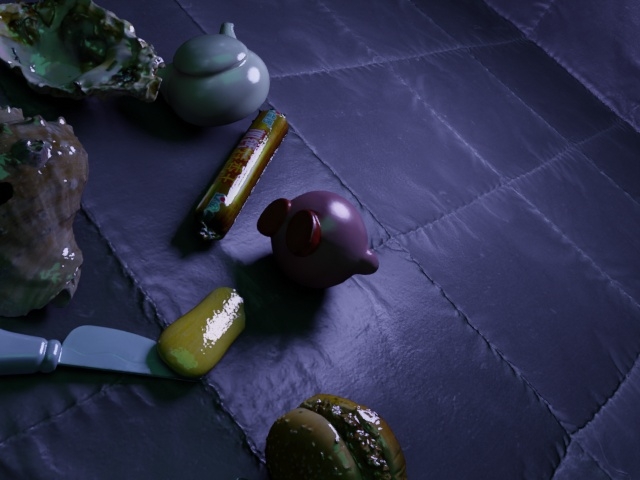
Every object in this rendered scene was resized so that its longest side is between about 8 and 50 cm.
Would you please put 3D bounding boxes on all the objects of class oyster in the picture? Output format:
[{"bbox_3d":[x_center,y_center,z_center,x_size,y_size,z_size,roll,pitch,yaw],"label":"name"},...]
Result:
[{"bbox_3d":[-0.442,-0.334,1.008,0.355,0.107,0.201,35,71,13],"label":"oyster"}]

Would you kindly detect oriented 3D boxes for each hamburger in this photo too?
[{"bbox_3d":[0.017,0.280,0.672,0.118,0.191,0.181,-28,88,-43],"label":"hamburger"}]

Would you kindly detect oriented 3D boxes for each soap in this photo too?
[{"bbox_3d":[-0.165,0.134,0.814,0.089,0.033,0.168,41,39,6],"label":"soap"}]

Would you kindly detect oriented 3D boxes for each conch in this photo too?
[{"bbox_3d":[-0.439,-0.060,0.746,0.263,0.186,0.324,-22,63,-21],"label":"conch"}]

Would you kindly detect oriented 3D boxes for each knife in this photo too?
[{"bbox_3d":[-0.315,0.144,0.727,0.332,0.044,0.080,11,40,-29],"label":"knife"}]

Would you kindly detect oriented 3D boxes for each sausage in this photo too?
[{"bbox_3d":[-0.151,-0.124,1.030,0.082,0.082,0.371,27,44,-6],"label":"sausage"}]

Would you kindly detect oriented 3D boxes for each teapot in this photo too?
[{"bbox_3d":[-0.261,-0.311,1.084,0.318,0.149,0.220,-23,46,-16],"label":"teapot"}]

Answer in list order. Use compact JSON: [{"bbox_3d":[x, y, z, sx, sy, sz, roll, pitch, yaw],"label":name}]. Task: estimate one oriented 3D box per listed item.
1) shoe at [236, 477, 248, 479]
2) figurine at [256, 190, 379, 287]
[{"bbox_3d":[-0.143,0.366,0.594,0.265,0.095,0.110,-25,46,-36],"label":"shoe"},{"bbox_3d":[0.000,0.000,0.941,0.173,0.173,0.173,16,46,-17],"label":"figurine"}]
